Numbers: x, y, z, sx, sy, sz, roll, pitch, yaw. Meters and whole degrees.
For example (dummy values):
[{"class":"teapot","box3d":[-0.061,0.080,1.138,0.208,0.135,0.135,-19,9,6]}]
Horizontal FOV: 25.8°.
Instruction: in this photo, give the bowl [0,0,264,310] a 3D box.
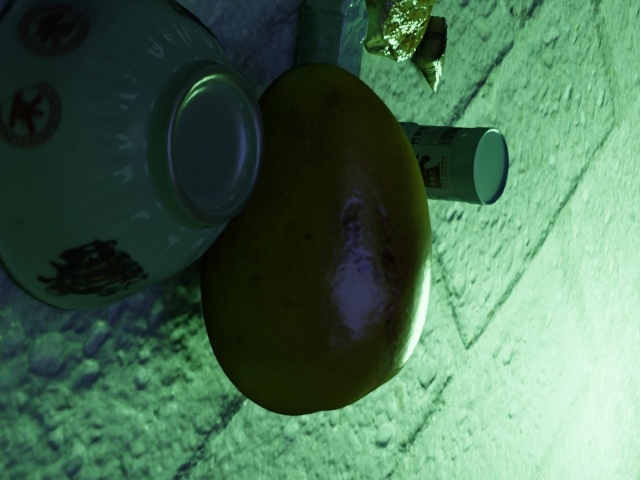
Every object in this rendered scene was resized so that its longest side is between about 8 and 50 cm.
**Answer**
[{"class":"bowl","box3d":[-0.156,-0.094,1.313,0.337,0.157,0.337,-12,105,-56]}]

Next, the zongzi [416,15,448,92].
[{"class":"zongzi","box3d":[0.154,-0.251,1.865,0.083,0.040,0.076,57,42,-59]}]

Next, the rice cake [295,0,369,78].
[{"class":"rice cake","box3d":[0.009,-0.193,1.623,0.063,0.069,0.206,8,87,-57]}]

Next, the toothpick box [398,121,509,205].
[{"class":"toothpick box","box3d":[0.149,-0.099,1.771,0.101,0.153,0.101,-12,104,-55]}]

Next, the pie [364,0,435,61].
[{"class":"pie","box3d":[0.103,-0.312,1.740,0.193,0.079,0.163,-52,143,-38]}]

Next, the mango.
[{"class":"mango","box3d":[0.000,0.000,1.499,0.264,0.221,0.378,2,91,-39]}]
